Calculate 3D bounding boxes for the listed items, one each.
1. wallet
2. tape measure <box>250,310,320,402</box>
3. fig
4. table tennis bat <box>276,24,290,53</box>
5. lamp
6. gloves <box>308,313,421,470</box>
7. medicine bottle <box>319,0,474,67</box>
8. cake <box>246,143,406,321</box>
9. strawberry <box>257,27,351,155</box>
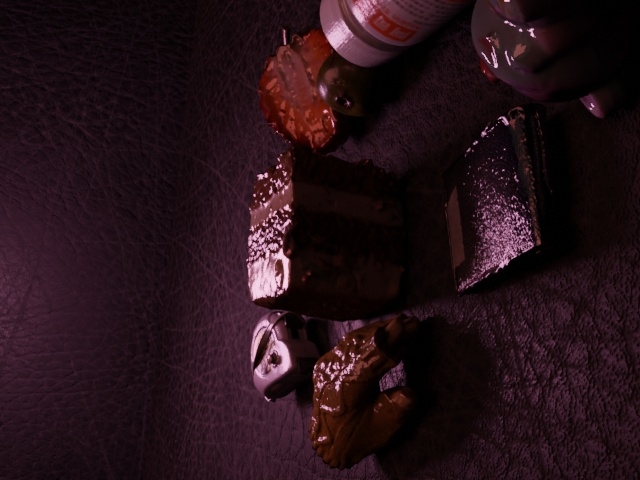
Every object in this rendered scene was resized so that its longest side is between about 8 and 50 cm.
[{"bbox_3d":[0.267,-0.051,1.145,0.262,0.071,0.221,137,131,-61],"label":"wallet"},{"bbox_3d":[-0.094,0.265,1.808,0.236,0.120,0.197,-46,47,48],"label":"tape measure"},{"bbox_3d":[0.096,-0.379,1.607,0.151,0.151,0.259,-34,27,61],"label":"fig"},{"bbox_3d":[-0.052,-0.534,2.136,0.107,0.119,0.170,42,149,34],"label":"table tennis bat"},{"bbox_3d":[0.288,-0.309,0.921,0.247,0.301,0.247,-39,57,5],"label":"lamp"},{"bbox_3d":[0.072,0.268,1.369,0.356,0.155,0.203,-62,33,32],"label":"gloves"},{"bbox_3d":[0.158,-0.465,1.346,0.371,0.211,0.211,155,120,-63],"label":"medicine bottle"},{"bbox_3d":[0.000,0.000,1.504,0.282,0.255,0.290,152,127,-64],"label":"cake"},{"bbox_3d":[-0.005,-0.334,1.791,0.265,0.149,0.336,-39,55,29],"label":"strawberry"}]
